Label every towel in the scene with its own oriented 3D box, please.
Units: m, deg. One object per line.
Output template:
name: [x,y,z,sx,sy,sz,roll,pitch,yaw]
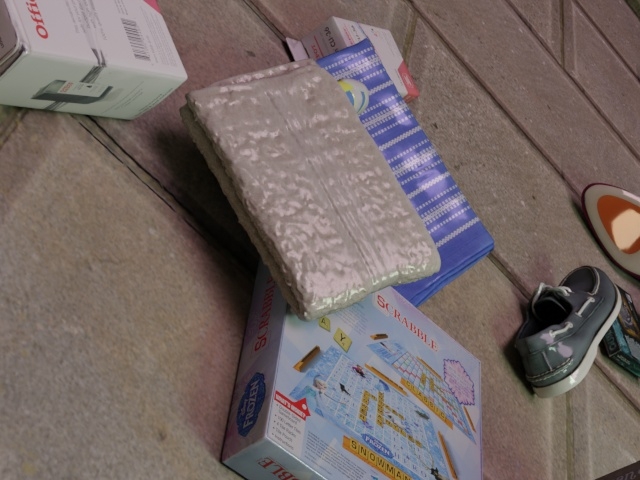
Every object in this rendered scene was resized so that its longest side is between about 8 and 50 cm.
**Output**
towel: [0.072,-0.085,1.422,0.243,0.040,0.336,-30,88,-41]
towel: [-0.013,-0.059,1.178,0.187,0.049,0.282,-20,72,-33]

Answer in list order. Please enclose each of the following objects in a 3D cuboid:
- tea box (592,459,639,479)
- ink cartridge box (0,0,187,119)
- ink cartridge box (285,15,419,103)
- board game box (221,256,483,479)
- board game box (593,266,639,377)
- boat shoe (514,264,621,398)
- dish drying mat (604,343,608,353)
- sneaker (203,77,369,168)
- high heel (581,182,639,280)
tea box: [0.377,0.414,1.182,0.220,0.329,0.323,45,33,-19]
ink cartridge box: [-0.253,-0.210,1.084,0.218,0.092,0.158,1,61,-57]
ink cartridge box: [0.047,-0.242,1.570,0.198,0.067,0.115,-5,67,-56]
board game box: [0.051,0.174,1.192,0.319,0.066,0.318,41,34,-25]
board game box: [0.510,0.143,1.913,0.126,0.026,0.186,32,35,-34]
boat shoe: [0.360,0.106,1.658,0.099,0.116,0.319,55,35,-11]
dish drying mat: [0.501,0.186,1.890,0.083,0.008,0.032,14,50,-51]
sneaker: [-0.018,-0.100,1.285,0.240,0.091,0.126,-25,79,-34]
high heel: [0.616,0.016,2.162,0.377,0.127,0.181,44,4,-13]
